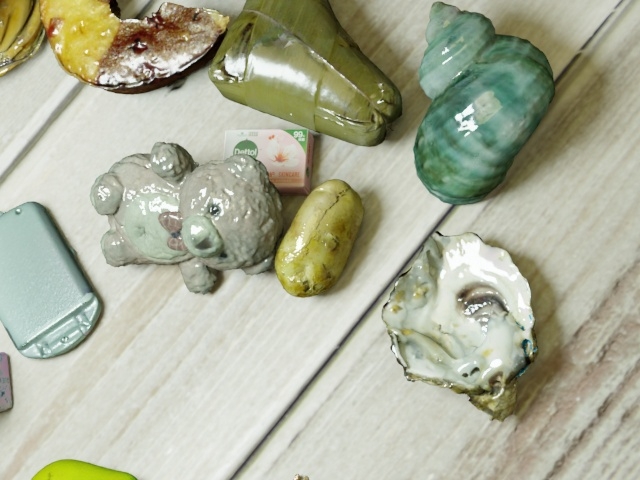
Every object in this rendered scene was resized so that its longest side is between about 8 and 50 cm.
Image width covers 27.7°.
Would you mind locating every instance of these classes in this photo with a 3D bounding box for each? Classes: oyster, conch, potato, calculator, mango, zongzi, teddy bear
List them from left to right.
[{"bbox_3d":[-0.418,0.054,1.880,0.141,0.045,0.246,-35,72,2],"label":"calculator"},{"bbox_3d":[-0.324,0.359,1.758,0.163,0.089,0.117,10,66,13],"label":"mango"},{"bbox_3d":[-0.181,-0.033,1.786,0.267,0.236,0.151,13,38,28],"label":"teddy bear"},{"bbox_3d":[0.000,0.000,1.771,0.080,0.107,0.170,19,76,33],"label":"potato"},{"bbox_3d":[0.017,-0.298,1.831,0.274,0.145,0.300,20,75,12],"label":"zongzi"},{"bbox_3d":[0.193,0.105,1.717,0.214,0.083,0.223,25,77,14],"label":"oyster"},{"bbox_3d":[0.209,-0.193,1.751,0.220,0.195,0.277,-14,99,37],"label":"conch"}]

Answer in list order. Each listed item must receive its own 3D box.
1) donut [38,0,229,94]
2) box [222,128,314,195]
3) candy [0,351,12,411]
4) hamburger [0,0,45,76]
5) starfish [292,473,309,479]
[{"bbox_3d":[-0.274,-0.276,1.900,0.295,0.112,0.151,13,82,16],"label":"donut"},{"bbox_3d":[-0.075,-0.111,1.848,0.125,0.043,0.089,0,76,12],"label":"box"},{"bbox_3d":[-0.495,0.201,1.802,0.073,0.160,0.092,-12,80,13],"label":"candy"},{"bbox_3d":[-0.561,-0.366,1.961,0.319,0.158,0.318,-2,78,10],"label":"hamburger"},{"bbox_3d":[-0.055,0.386,1.720,0.130,0.041,0.133,-21,72,8],"label":"starfish"}]
